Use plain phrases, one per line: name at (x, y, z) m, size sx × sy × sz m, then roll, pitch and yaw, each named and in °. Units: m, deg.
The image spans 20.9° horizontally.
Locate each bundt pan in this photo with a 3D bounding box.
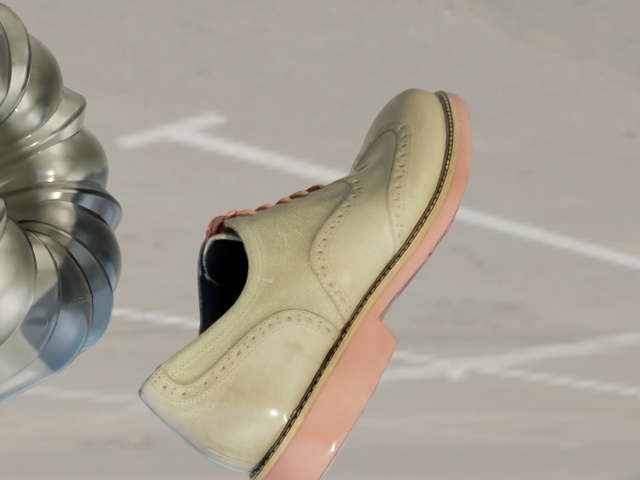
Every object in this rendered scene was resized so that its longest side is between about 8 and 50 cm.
bundt pan at (-0.249, -0.038, 1.249) m, size 0.124 × 0.330 × 0.331 m, roll -18°, pitch 163°, yaw 19°

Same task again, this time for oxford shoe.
oxford shoe at (0.000, 0.000, 1.083) m, size 0.130 × 0.348 × 0.123 m, roll 30°, pitch 133°, yaw -4°
